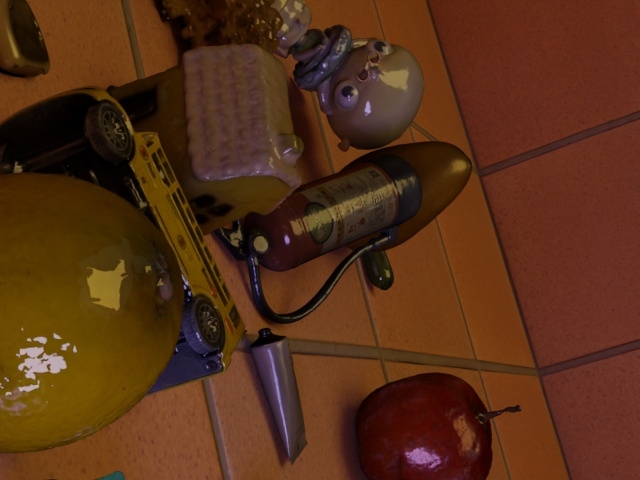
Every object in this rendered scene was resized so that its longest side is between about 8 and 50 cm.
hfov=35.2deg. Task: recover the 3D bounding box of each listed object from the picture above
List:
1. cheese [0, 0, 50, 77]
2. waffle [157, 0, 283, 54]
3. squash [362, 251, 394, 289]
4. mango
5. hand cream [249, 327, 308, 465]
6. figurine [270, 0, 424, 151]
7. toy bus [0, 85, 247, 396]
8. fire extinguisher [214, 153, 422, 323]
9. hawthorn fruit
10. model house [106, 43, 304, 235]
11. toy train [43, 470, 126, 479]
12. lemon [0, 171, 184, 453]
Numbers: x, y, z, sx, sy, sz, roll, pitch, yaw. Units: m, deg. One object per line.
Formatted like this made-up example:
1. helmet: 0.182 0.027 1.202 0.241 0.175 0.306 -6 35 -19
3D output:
1. cheese: -0.345 -0.260 1.107 0.086 0.036 0.162 -7 79 -70
2. waffle: -0.183 -0.394 1.480 0.261 0.151 0.324 -94 158 -48
3. squash: 0.101 0.012 1.969 0.052 0.052 0.183 17 55 -65
4. mango: 0.133 -0.083 1.800 0.211 0.317 0.173 -38 98 -37
5. hand cream: -0.053 0.211 1.406 0.087 0.054 0.186 -33 109 -74
6. figurine: -0.010 -0.324 1.816 0.394 0.274 0.226 37 72 -19
7. toy bus: -0.206 -0.006 1.077 0.330 0.144 0.152 66 21 -14
8. fire extinguisher: 0.005 -0.005 1.532 0.376 0.113 0.200 -20 84 -39
9. hawthorn fruit: 0.196 0.312 1.624 0.242 0.272 0.242 43 30 -33
10. model house: -0.125 -0.123 1.257 0.175 0.234 0.193 37 41 -56
11. toy train: -0.205 0.298 0.867 0.154 0.107 0.198 6 65 -76
12. lemon: -0.229 0.055 0.859 0.240 0.219 0.240 -17 90 -73
